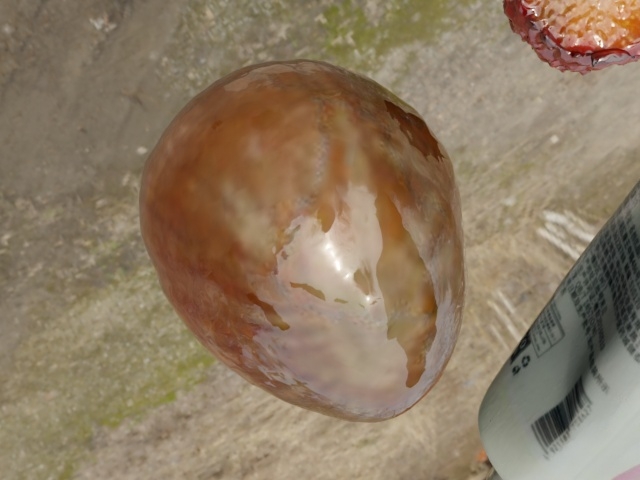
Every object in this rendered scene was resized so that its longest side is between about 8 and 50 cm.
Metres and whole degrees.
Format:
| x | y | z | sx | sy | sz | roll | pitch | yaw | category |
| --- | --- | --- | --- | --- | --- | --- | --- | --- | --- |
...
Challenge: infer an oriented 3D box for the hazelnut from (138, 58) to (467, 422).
| x | y | z | sx | sy | sz | roll | pitch | yaw | category |
| --- | --- | --- | --- | --- | --- | --- | --- | --- | --- |
| 0.000 | 0.000 | 0.505 | 0.176 | 0.214 | 0.214 | -41 | 158 | -3 | hazelnut |

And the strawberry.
| x | y | z | sx | sy | sz | roll | pitch | yaw | category |
| --- | --- | --- | --- | --- | --- | --- | --- | --- | --- |
| 0.203 | -0.195 | 0.677 | 0.145 | 0.145 | 0.086 | -35 | 178 | 8 | strawberry |

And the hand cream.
| x | y | z | sx | sy | sz | roll | pitch | yaw | category |
| --- | --- | --- | --- | --- | --- | --- | --- | --- | --- |
| 0.154 | 0.009 | 0.367 | 0.077 | 0.124 | 0.341 | 20 | 127 | -7 | hand cream |
